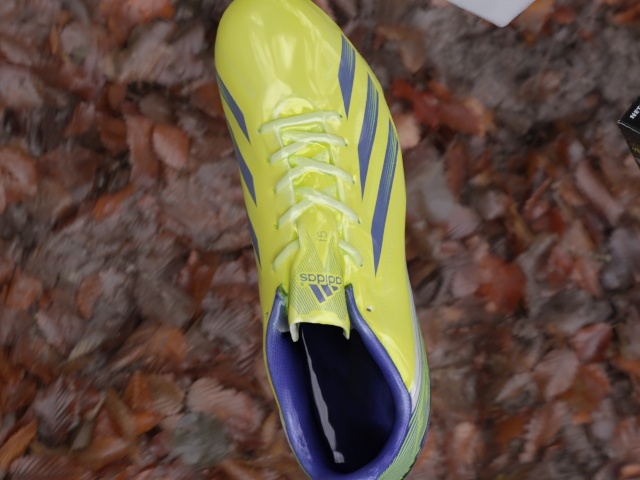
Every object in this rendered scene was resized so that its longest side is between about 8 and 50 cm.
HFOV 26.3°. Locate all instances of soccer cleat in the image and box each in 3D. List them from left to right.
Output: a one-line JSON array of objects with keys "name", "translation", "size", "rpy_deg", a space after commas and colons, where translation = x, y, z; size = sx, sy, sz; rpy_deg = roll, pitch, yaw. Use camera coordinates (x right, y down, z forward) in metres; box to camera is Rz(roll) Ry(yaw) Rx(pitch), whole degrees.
[{"name": "soccer cleat", "translation": [0.001, 0.000, 0.750], "size": [0.093, 0.121, 0.289], "rpy_deg": [-12, 94, 14]}]

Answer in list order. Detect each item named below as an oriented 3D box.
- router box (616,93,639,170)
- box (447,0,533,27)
[{"name": "router box", "translation": [0.265, -0.091, 0.817], "size": [0.179, 0.133, 0.046], "rpy_deg": [-48, 49, -6]}, {"name": "box", "translation": [0.031, -0.169, 0.498], "size": [0.170, 0.091, 0.130], "rpy_deg": [10, 44, -57]}]
